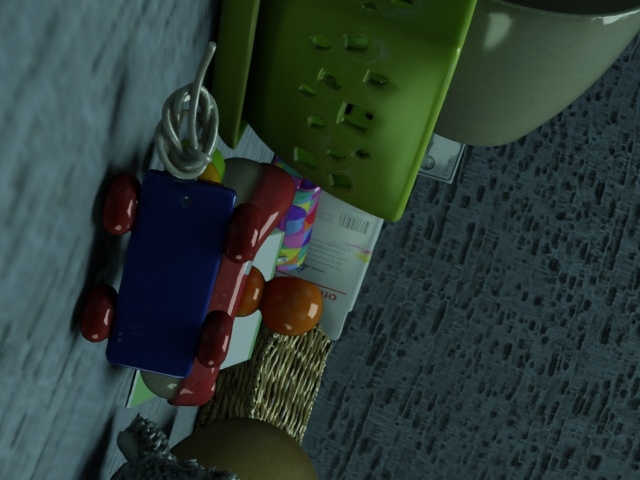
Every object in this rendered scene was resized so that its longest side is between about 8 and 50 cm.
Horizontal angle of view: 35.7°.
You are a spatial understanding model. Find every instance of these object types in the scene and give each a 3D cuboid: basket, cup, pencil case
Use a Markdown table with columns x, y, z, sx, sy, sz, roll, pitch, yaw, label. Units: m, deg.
| x | y | z | sx | sy | sz | roll | pitch | yaw | label |
| --- | --- | --- | --- | --- | --- | --- | --- | --- | --- |
| -0.147 | 0.258 | 1.837 | 0.213 | 0.223 | 0.299 | 51 | 49 | -47 | basket |
| 0.201 | -0.253 | 1.173 | 0.331 | 0.331 | 0.236 | -70 | 176 | -48 | cup |
| -0.054 | -0.043 | 1.699 | 0.236 | 0.105 | 0.104 | 104 | 4 | -47 | pencil case |

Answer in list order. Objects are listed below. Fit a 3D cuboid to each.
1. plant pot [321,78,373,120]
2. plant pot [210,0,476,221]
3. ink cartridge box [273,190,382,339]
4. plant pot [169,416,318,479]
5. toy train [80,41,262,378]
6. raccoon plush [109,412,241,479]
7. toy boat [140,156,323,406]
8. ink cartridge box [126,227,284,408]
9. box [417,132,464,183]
| x | y | z | sx | sy | sz | roll | pitch | yaw | label |
| --- | --- | --- | --- | --- | --- | --- | --- | --- | --- |
| 0.021 | -0.239 | 1.327 | 0.165 | 0.167 | 0.167 | -83 | -173 | -51 | plant pot |
| 0.023 | -0.189 | 0.912 | 0.227 | 0.207 | 0.228 | 106 | 2 | -50 | plant pot |
| 0.000 | 0.000 | 1.929 | 0.119 | 0.207 | 0.353 | -66 | 175 | -61 | ink cartridge box |
| -0.143 | 0.353 | 1.283 | 0.254 | 0.237 | 0.237 | 28 | 79 | -74 | plant pot |
| -0.093 | -0.039 | 0.716 | 0.143 | 0.105 | 0.247 | -93 | -162 | -65 | toy train |
| -0.116 | 0.324 | 1.053 | 0.446 | 0.216 | 0.299 | -6 | 112 | -74 | raccoon plush |
| -0.069 | 0.044 | 0.906 | 0.151 | 0.151 | 0.231 | -139 | -114 | -74 | toy boat |
| -0.136 | 0.072 | 1.088 | 0.235 | 0.056 | 0.171 | -12 | 123 | -60 | ink cartridge box |
| 0.099 | -0.217 | 1.601 | 0.087 | 0.290 | 0.169 | -72 | 177 | -52 | box |
